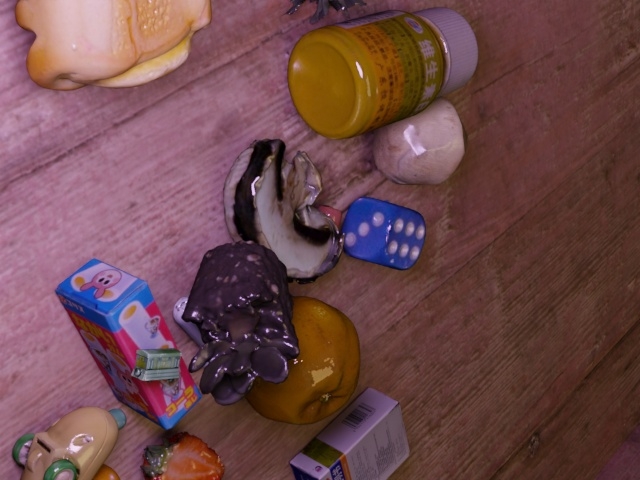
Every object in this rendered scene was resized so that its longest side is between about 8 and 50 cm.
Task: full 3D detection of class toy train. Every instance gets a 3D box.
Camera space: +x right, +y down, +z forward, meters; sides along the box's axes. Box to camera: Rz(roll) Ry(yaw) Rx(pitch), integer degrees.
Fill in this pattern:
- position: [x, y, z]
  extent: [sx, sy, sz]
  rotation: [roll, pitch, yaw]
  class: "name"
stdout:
- position: [-0.279, 0.213, 1.699]
  extent: [0.093, 0.038, 0.056]
  rotation: [5, 96, -49]
  class: "toy train"

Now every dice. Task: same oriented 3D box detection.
- position: [0.142, -0.017, 2.244]
  extent: [0.143, 0.146, 0.146]
  rotation: [13, 92, -48]
  class: "dice"

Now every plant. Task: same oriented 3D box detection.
- position: [-0.151, 0.150, 1.833]
  extent: [0.188, 0.199, 0.276]
  rotation: [50, 32, -50]
  class: "plant"

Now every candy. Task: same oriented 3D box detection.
- position: [-0.338, 0.186, 1.773]
  extent: [0.100, 0.157, 0.305]
  rotation: [-44, 134, -28]
  class: "candy"

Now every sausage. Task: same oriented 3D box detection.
- position: [0.000, 0.000, 2.150]
  extent: [0.062, 0.062, 0.154]
  rotation: [11, 98, -50]
  class: "sausage"

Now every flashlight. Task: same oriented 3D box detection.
- position: [-0.234, 0.183, 1.979]
  extent: [0.093, 0.048, 0.200]
  rotation: [-51, 135, -21]
  class: "flashlight"

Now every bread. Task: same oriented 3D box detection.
- position: [-0.324, -0.367, 1.520]
  extent: [0.316, 0.211, 0.270]
  rotation: [-26, 133, -30]
  class: "bread"

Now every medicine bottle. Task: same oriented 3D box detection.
- position: [0.136, -0.354, 2.025]
  extent: [0.384, 0.224, 0.224]
  rotation: [-25, 124, -41]
  class: "medicine bottle"

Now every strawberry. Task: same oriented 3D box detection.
- position: [-0.289, 0.456, 2.003]
  extent: [0.192, 0.085, 0.140]
  rotation: [-23, 102, -47]
  class: "strawberry"

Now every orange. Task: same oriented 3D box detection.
- position: [-0.041, 0.255, 2.076]
  extent: [0.279, 0.235, 0.279]
  rotation: [-20, 128, -27]
  class: "orange"

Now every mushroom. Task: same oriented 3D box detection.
- position: [-0.084, -0.059, 1.989]
  extent: [0.344, 0.130, 0.247]
  rotation: [44, 62, -50]
  class: "mushroom"

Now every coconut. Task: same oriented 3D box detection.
- position: [0.230, -0.221, 2.213]
  extent: [0.224, 0.224, 0.224]
  rotation: [-23, 122, -41]
  class: "coconut"

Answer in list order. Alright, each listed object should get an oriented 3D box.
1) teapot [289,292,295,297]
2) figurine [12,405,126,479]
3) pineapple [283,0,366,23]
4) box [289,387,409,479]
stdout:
- position: [-0.080, 0.118, 2.131]
  extent: [0.042, 0.043, 0.111]
  rotation: [-60, 144, -10]
  class: "teapot"
- position: [-0.451, 0.452, 1.797]
  extent: [0.222, 0.124, 0.324]
  rotation: [5, 105, -53]
  class: "figurine"
- position: [0.040, -0.584, 1.892]
  extent: [0.166, 0.166, 0.364]
  rotation: [-8, 121, -47]
  class: "pineapple"
- position: [0.079, 0.536, 2.442]
  extent: [0.299, 0.106, 0.200]
  rotation: [-38, 131, -30]
  class: "box"
